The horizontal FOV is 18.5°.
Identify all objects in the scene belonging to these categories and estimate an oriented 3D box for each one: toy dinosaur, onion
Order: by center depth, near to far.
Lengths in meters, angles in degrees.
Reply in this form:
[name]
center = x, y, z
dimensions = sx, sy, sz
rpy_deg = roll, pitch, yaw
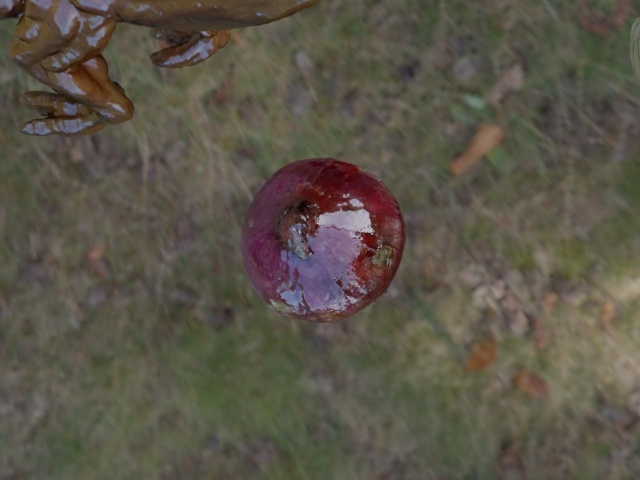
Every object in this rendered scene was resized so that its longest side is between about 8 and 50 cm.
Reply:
[toy dinosaur]
center = -0.105, -0.129, 1.010
dimensions = 0.432, 0.097, 0.208
rpy_deg = 6, 156, 19
[onion]
center = 0.000, 0.000, 1.234
dimensions = 0.107, 0.097, 0.107
rpy_deg = -2, 82, 14

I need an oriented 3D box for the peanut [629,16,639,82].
[peanut]
center = 0.362, -0.121, 1.610
dimensions = 0.130, 0.290, 0.130
rpy_deg = -25, 137, -26
